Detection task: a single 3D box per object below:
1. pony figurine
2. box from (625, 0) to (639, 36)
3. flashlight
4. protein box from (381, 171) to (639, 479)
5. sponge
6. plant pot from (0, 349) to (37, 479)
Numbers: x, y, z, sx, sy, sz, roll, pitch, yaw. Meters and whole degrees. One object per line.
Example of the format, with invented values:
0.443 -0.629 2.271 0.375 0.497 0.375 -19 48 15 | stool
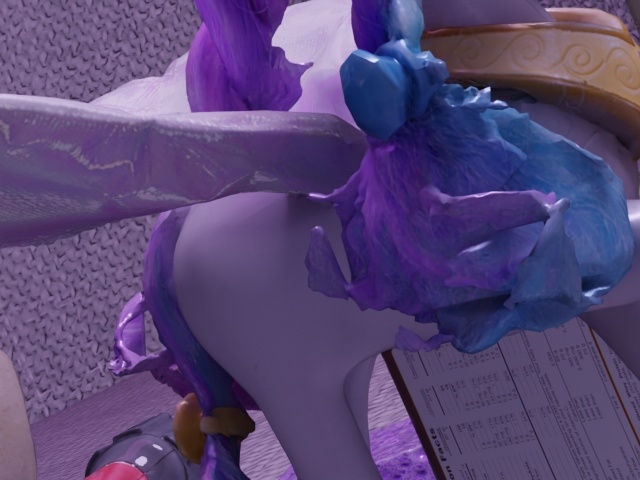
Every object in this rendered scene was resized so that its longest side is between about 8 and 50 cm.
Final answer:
0.000 0.000 0.594 0.351 0.363 0.303 -22 3 30 | pony figurine
0.170 -0.185 0.846 0.113 0.275 0.094 -23 0 0 | box
-0.158 0.185 1.264 0.103 0.103 0.304 6 13 21 | flashlight
0.170 0.039 0.841 0.200 0.136 0.201 -24 3 -38 | protein box
0.062 0.129 1.159 0.210 0.031 0.117 -22 2 20 | sponge
-0.413 0.184 1.556 0.305 0.333 0.334 -12 -3 -29 | plant pot
